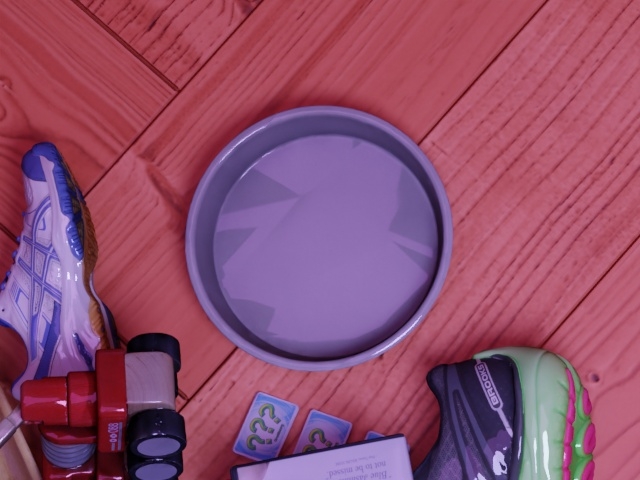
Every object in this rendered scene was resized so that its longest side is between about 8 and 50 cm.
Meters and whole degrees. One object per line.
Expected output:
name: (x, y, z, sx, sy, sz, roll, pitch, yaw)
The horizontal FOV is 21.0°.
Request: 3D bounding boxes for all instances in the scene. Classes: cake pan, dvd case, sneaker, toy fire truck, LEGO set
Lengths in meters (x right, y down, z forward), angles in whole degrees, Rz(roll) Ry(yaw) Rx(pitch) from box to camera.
cake pan: (0.000, 0.000, 1.881, 0.293, 0.054, 0.293, -2, 79, 8)
dvd case: (0.016, 0.326, 1.679, 0.180, 0.022, 0.253, -11, 70, 5)
sneaker: (-0.309, 0.039, 1.892, 0.131, 0.112, 0.296, -14, 76, 6)
sneaker: (0.151, 0.345, 1.750, 0.202, 0.185, 0.483, 5, 76, 28)
toy fire truck: (-0.265, 0.211, 1.761, 0.246, 0.217, 0.158, -1, 59, -9)
LEGO set: (-0.033, 0.282, 1.796, 0.182, 0.060, 0.244, 19, 64, 12)

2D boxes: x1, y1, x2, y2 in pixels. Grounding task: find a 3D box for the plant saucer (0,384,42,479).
plant saucer: (-0.497, 0.211, 1.903, 0.332, 0.081, 0.333, -27, 76, 3)
